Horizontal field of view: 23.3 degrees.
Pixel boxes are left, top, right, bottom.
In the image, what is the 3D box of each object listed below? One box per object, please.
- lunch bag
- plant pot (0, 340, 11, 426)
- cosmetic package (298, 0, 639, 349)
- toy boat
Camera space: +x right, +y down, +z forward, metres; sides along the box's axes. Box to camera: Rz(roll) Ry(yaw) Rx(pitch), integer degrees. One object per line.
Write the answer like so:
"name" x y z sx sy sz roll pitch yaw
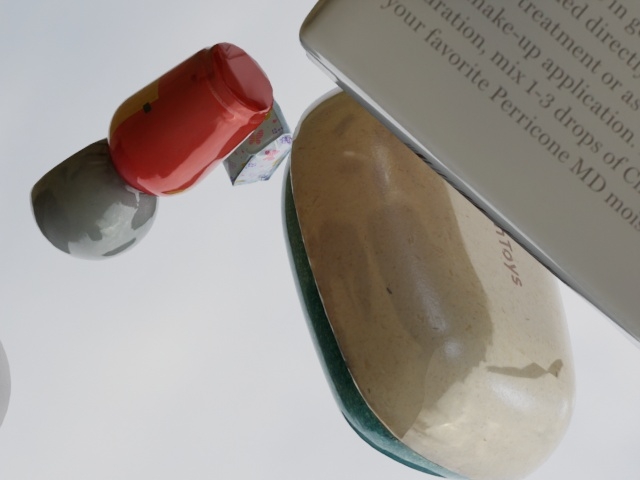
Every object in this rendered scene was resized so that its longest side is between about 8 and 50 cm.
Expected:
"lunch bag" -0.062 -0.100 1.390 0.083 0.053 0.071 -47 -118 47
"plant pot" -0.269 0.071 0.855 0.215 0.230 0.215 -2 -100 14
"cosmetic package" 0.221 -0.182 0.679 0.453 0.230 0.161 -48 -178 4
"toy boat" 0.000 0.000 0.864 0.148 0.318 0.267 -36 -135 31
